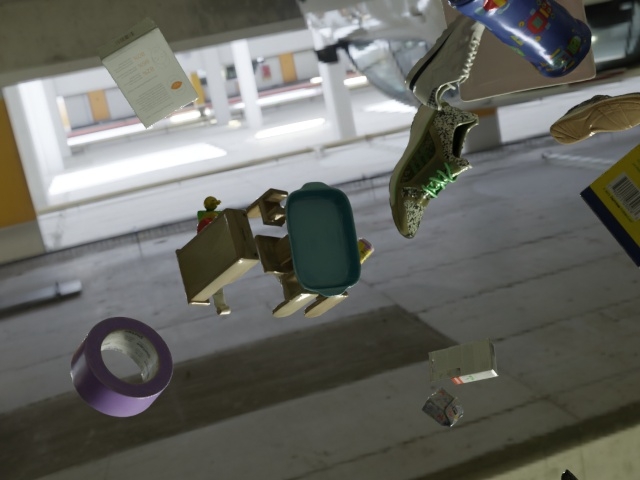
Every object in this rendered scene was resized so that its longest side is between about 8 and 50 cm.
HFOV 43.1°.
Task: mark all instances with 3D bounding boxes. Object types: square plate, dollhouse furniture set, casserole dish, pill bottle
[{"bbox_3d":[0.483,-0.544,2.008,0.344,0.347,0.049,-6,-162,29],"label":"square plate"},{"bbox_3d":[-0.107,0.036,1.446,0.242,0.212,0.161,7,146,-44],"label":"dollhouse furniture set"},{"bbox_3d":[0.000,0.000,1.296,0.114,0.188,0.037,-5,168,-21],"label":"casserole dish"},{"bbox_3d":[0.082,0.037,1.861,0.083,0.043,0.043,-47,-157,-12],"label":"pill bottle"}]

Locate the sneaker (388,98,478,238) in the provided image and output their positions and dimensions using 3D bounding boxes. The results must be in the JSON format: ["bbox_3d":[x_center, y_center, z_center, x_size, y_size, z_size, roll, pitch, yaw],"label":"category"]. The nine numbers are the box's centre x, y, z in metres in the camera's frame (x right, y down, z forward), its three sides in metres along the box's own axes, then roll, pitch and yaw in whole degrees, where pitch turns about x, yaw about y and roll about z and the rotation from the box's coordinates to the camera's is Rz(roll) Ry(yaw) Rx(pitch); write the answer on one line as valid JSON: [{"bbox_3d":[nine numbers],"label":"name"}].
[{"bbox_3d":[0.317,-0.197,2.223,0.182,0.410,0.158,16,179,36],"label":"sneaker"}]

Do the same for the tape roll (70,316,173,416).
[{"bbox_3d":[-0.400,0.253,1.637,0.080,0.189,0.189,-47,169,36],"label":"tape roll"}]

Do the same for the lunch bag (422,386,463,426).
[{"bbox_3d":[0.302,0.408,1.972,0.083,0.053,0.071,40,-142,20],"label":"lunch bag"}]

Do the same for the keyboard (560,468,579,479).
[{"bbox_3d":[0.458,0.532,1.382,0.033,0.317,0.201,-12,-127,29],"label":"keyboard"}]

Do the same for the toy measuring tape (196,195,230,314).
[{"bbox_3d":[-0.267,0.034,2.224,0.121,0.330,0.121,-11,172,-1],"label":"toy measuring tape"}]

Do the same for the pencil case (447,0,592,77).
[{"bbox_3d":[0.346,-0.402,1.431,0.306,0.119,0.133,23,-169,-36],"label":"pencil case"}]

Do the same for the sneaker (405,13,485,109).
[{"bbox_3d":[0.281,-0.380,1.667,0.235,0.095,0.090,-51,159,16],"label":"sneaker"}]

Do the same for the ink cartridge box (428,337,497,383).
[{"bbox_3d":[0.249,0.216,1.420,0.115,0.029,0.063,-18,-131,25],"label":"ink cartridge box"}]

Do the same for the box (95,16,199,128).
[{"bbox_3d":[-0.348,-0.337,1.634,0.130,0.170,0.091,-32,-146,-5],"label":"box"}]

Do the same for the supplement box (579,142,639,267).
[{"bbox_3d":[0.709,-0.116,1.514,0.356,0.195,0.194,-44,148,23],"label":"supplement box"}]

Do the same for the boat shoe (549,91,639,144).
[{"bbox_3d":[0.716,-0.327,2.063,0.285,0.103,0.092,-19,-146,54],"label":"boat shoe"}]

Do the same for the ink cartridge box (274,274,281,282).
[{"bbox_3d":[-0.033,0.053,1.914,0.143,0.090,0.092,-46,-148,3],"label":"ink cartridge box"}]
